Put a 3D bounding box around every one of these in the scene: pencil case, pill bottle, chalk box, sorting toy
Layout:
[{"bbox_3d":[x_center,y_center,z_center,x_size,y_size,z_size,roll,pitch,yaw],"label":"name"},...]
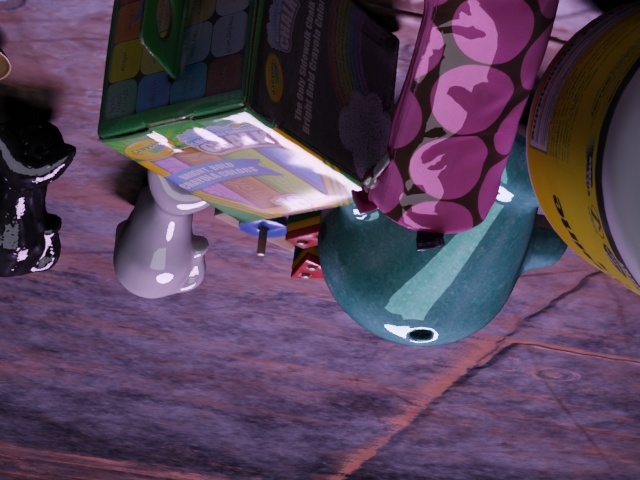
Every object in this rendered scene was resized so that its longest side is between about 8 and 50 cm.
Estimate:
[{"bbox_3d":[0.086,-0.101,1.150,0.098,0.095,0.209,2,127,-16],"label":"pencil case"},{"bbox_3d":[0.229,-0.054,1.088,0.188,0.188,0.334,8,-173,-5],"label":"pill bottle"},{"bbox_3d":[-0.061,-0.114,1.219,0.132,0.132,0.213,-9,153,35],"label":"chalk box"},{"bbox_3d":[0.000,0.000,1.625,0.132,0.046,0.274,-14,152,43],"label":"sorting toy"}]

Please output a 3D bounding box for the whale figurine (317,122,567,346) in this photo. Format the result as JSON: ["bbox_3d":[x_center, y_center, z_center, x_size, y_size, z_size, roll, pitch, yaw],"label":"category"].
[{"bbox_3d":[0.108,-0.002,1.453,0.216,0.141,0.272,17,153,-25],"label":"whale figurine"}]

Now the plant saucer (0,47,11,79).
[{"bbox_3d":[-0.275,-0.143,1.366,0.083,0.015,0.083,6,160,2],"label":"plant saucer"}]

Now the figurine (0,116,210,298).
[{"bbox_3d":[-0.188,-0.034,1.542,0.215,0.092,0.209,9,155,-10],"label":"figurine"}]
